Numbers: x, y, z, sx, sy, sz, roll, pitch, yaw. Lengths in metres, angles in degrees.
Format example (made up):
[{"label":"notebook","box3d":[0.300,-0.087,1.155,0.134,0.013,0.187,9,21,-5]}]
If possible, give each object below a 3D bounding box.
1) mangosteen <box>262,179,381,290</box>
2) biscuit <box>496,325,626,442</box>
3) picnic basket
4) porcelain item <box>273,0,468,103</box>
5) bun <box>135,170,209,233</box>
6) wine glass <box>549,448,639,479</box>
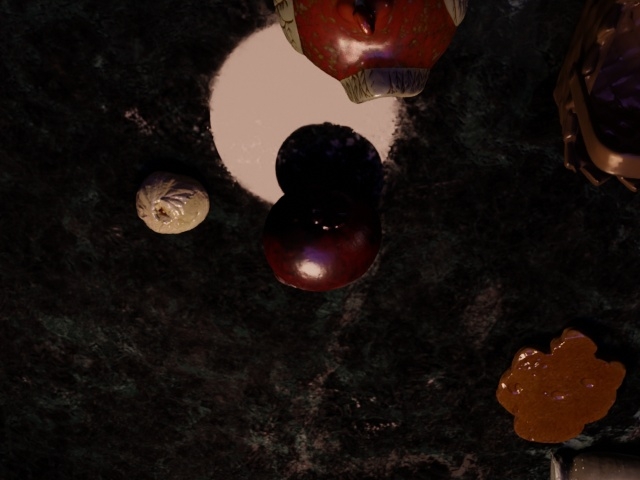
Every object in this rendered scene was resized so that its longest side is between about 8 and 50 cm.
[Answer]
[{"label":"mangosteen","box3d":[0.000,0.000,1.437,0.200,0.200,0.199,2,130,3]},{"label":"biscuit","box3d":[0.422,0.256,1.681,0.209,0.041,0.290,7,129,-2]},{"label":"picnic basket","box3d":[0.430,-0.178,1.151,0.254,0.321,0.291,5,132,-4]},{"label":"porcelain item","box3d":[0.059,-0.287,1.144,0.253,0.253,0.253,2,130,3]},{"label":"bun","box3d":[-0.231,-0.053,1.464,0.115,0.069,0.115,2,131,2]},{"label":"wine glass","box3d":[0.540,0.457,1.792,0.204,0.111,0.111,2,130,6]}]
